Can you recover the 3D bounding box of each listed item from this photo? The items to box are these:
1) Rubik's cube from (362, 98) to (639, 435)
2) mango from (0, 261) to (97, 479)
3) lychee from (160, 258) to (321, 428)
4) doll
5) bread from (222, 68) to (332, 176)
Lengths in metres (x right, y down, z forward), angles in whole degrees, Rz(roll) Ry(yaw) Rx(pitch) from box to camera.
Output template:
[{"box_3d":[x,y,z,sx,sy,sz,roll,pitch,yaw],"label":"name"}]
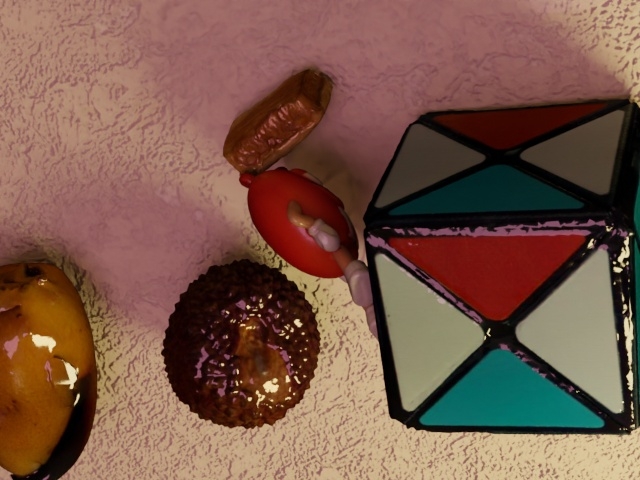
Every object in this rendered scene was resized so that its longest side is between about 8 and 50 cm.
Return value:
[{"box_3d":[0.195,0.025,1.368,0.250,0.246,0.248,-2,120,18],"label":"Rubik's cube"},{"box_3d":[-0.358,0.150,1.669,0.201,0.152,0.287,15,124,4],"label":"mango"},{"box_3d":[-0.091,0.119,1.566,0.188,0.188,0.188,8,122,12],"label":"lychee"},{"box_3d":[0.000,0.000,1.423,0.217,0.085,0.183,46,174,31],"label":"doll"},{"box_3d":[-0.044,-0.121,1.454,0.053,0.074,0.132,39,123,-22],"label":"bread"}]
